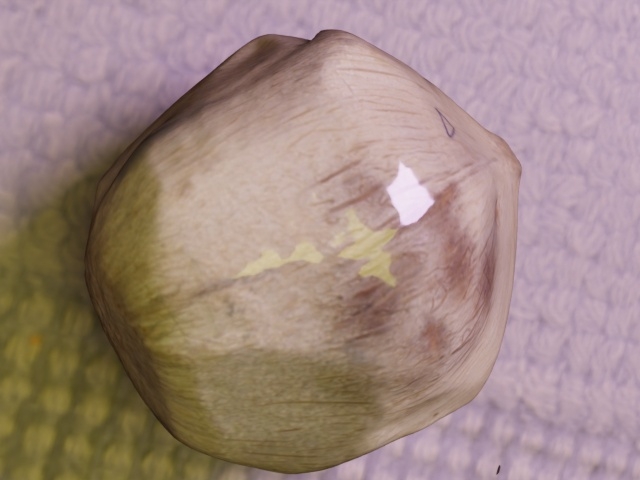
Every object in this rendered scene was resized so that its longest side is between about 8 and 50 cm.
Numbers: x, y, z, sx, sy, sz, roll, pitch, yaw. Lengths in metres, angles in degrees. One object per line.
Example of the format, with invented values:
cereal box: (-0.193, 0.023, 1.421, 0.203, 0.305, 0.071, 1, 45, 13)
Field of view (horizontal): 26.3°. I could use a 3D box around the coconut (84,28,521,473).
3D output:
coconut: (0.000, 0.000, 0.665, 0.224, 0.224, 0.224, -2, 96, -24)
